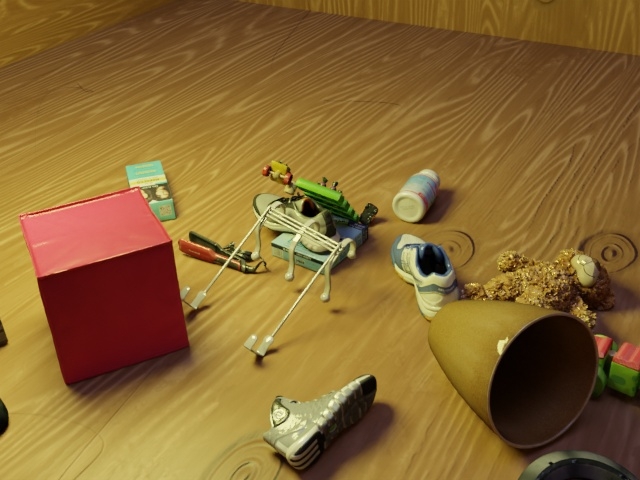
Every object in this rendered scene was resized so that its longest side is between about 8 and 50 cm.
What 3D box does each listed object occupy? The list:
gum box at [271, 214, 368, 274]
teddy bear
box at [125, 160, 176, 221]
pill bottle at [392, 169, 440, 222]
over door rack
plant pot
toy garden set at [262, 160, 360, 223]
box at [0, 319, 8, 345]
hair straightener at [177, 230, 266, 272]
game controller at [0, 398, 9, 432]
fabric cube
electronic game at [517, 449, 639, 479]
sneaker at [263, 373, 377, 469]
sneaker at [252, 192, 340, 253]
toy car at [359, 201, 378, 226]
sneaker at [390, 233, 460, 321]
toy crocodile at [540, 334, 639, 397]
[{"bbox_3d":[0.000,0.000,1.804,0.157,0.041,0.184,19,39,31],"label":"gum box"},{"bbox_3d":[0.456,0.104,1.549,0.338,0.113,0.245,-6,35,-5],"label":"teddy bear"},{"bbox_3d":[-0.459,-0.131,2.021,0.100,0.060,0.244,-12,34,-14],"label":"box"},{"bbox_3d":[0.251,-0.119,1.931,0.087,0.087,0.160,13,36,23],"label":"pill bottle"},{"bbox_3d":[-0.107,0.083,1.605,0.239,0.108,0.324,28,64,35],"label":"over door rack"},{"bbox_3d":[0.308,0.199,1.331,0.237,0.237,0.254,-18,22,-23],"label":"plant pot"},{"bbox_3d":[-0.015,-0.120,1.794,0.203,0.049,0.244,22,-6,16],"label":"toy garden set"},{"bbox_3d":[-0.830,0.168,1.561,0.242,0.077,0.307,-27,40,-32],"label":"box"},{"bbox_3d":[-0.221,0.020,1.780,0.230,0.047,0.089,15,37,24],"label":"hair straightener"},{"bbox_3d":[-0.706,0.257,1.363,0.319,0.067,0.166,43,38,23],"label":"game controller"},{"bbox_3d":[-0.432,0.080,1.508,0.254,0.258,0.259,-17,35,-19],"label":"fabric cube"},{"bbox_3d":[0.389,0.413,1.092,0.229,0.048,0.229,1,49,-2],"label":"electronic game"},{"bbox_3d":[-0.011,0.287,1.319,0.132,0.086,0.228,21,40,36],"label":"sneaker"},{"bbox_3d":[-0.059,-0.069,1.780,0.100,0.108,0.271,-32,40,-34],"label":"sneaker"},{"bbox_3d":[0.088,-0.076,1.908,0.122,0.060,0.040,17,5,17],"label":"toy car"},{"bbox_3d":[0.234,0.045,1.638,0.111,0.131,0.296,-12,32,-11],"label":"sneaker"},{"bbox_3d":[0.559,0.234,1.343,0.340,0.105,0.115,18,38,28],"label":"toy crocodile"}]
